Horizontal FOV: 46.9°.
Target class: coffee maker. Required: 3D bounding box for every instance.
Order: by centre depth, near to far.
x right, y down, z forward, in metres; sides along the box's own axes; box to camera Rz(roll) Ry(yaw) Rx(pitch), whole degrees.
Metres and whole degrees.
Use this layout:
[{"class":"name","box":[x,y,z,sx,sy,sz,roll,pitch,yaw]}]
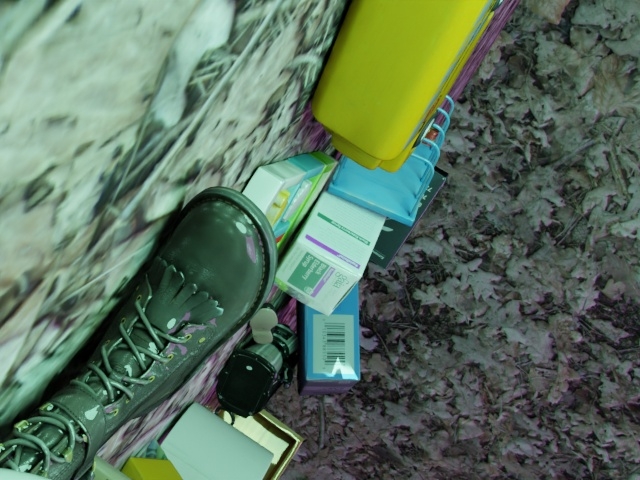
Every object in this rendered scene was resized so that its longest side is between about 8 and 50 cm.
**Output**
[{"class":"coffee maker","box":[-0.129,0.259,1.451,0.171,0.120,0.178,-41,178,19]}]

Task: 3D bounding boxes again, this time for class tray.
[{"class":"tray","box":[-0.236,0.544,1.592,0.410,0.203,0.076,-54,180,-22]}]

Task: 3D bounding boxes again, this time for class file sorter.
[{"class":"file sorter","box":[0.100,-0.127,0.974,0.170,0.118,0.104,-66,180,-46]}]

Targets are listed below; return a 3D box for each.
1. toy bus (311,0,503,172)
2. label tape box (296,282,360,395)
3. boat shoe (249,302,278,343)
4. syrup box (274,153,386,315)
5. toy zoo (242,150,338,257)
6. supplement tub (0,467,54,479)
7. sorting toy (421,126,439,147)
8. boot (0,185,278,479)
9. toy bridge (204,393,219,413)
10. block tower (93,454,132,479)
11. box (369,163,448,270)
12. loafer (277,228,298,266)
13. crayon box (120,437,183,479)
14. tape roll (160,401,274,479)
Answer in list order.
[{"class":"toy bus","box":[0.085,-0.190,0.683,0.130,0.108,0.332,-50,172,-41]},{"class":"label tape box","box":[0.008,0.194,1.569,0.347,0.115,0.249,100,-11,-72]},{"class":"boat shoe","box":[-0.101,0.142,1.325,0.133,0.049,0.042,100,-4,-60]},{"class":"syrup box","box":[0.027,-0.022,1.001,0.093,0.096,0.236,-56,-176,43]},{"class":"toy zoo","box":[-0.071,-0.004,0.815,0.192,0.030,0.293,-58,174,17]},{"class":"supplement tub","box":[-0.201,0.282,0.368,0.228,0.228,0.316,-49,171,-49]},{"class":"sorting toy","box":[0.154,-0.152,1.535,0.255,0.089,0.257,-57,174,14]},{"class":"boot","box":[-0.142,0.100,0.517,0.263,0.091,0.229,-57,175,32]},{"class":"toy bridge","box":[-0.224,0.347,1.504,0.188,0.026,0.063,-54,173,-20]},{"class":"block tower","box":[-0.307,0.386,0.745,0.335,0.091,0.097,-56,175,-4]},{"class":"box","box":[0.118,-0.075,1.365,0.207,0.153,0.108,-56,175,14]},{"class":"loafer","box":[0.000,0.000,1.126,0.092,0.102,0.268,-60,-177,20]},{"class":"crayon box","box":[-0.237,0.449,1.011,0.083,0.323,0.203,25,100,-48]},{"class":"tape roll","box":[-0.213,0.422,1.251,0.246,0.169,0.246,-56,178,-3]}]
